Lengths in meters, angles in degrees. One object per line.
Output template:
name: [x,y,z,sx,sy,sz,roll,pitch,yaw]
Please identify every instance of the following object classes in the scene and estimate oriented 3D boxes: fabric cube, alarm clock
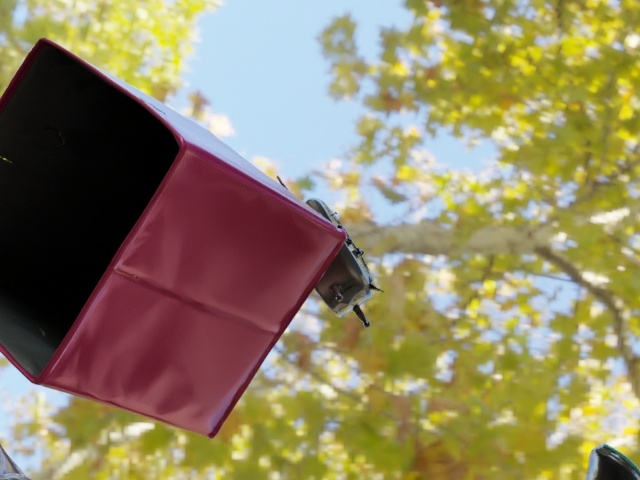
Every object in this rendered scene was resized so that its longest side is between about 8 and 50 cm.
fabric cube: [-0.184,0.001,1.414,0.254,0.258,0.259,37,-84,40]
alarm clock: [0.000,0.000,1.592,0.064,0.129,0.192,-36,-116,4]

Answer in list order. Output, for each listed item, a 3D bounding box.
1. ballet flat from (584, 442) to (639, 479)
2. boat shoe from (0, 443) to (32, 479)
ballet flat: [0.295,0.260,1.429,0.074,0.203,0.074,-10,-117,20]
boat shoe: [-0.374,0.215,1.440,0.135,0.156,0.367,-18,-86,0]
